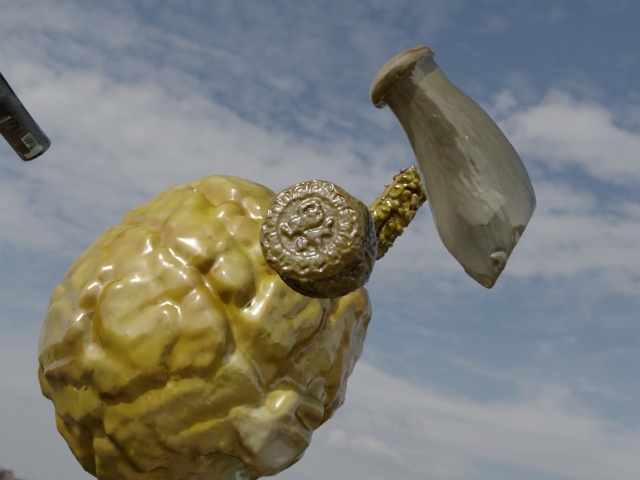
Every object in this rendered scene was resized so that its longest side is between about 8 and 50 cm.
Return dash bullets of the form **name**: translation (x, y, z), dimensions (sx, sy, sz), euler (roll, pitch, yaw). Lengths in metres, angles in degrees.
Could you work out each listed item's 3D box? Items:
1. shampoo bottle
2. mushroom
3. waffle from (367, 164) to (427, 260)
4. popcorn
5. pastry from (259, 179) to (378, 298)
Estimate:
- **shampoo bottle**: translation (-0.499, -0.217, 1.239), dimensions (0.063, 0.057, 0.208), euler (22, -30, 47)
- **mushroom**: translation (0.140, -0.076, 0.799), dimensions (0.108, 0.247, 0.096), euler (-26, -8, 0)
- **waffle**: translation (0.114, -0.042, 1.374), dimensions (0.070, 0.197, 0.193), euler (41, -30, -4)
- **popcorn**: translation (-0.138, 0.112, 0.934), dimensions (0.354, 0.390, 0.344), euler (1, -7, -31)
- **pastry**: translation (0.000, 0.000, 0.705), dimensions (0.109, 0.097, 0.057), euler (41, -8, 25)
